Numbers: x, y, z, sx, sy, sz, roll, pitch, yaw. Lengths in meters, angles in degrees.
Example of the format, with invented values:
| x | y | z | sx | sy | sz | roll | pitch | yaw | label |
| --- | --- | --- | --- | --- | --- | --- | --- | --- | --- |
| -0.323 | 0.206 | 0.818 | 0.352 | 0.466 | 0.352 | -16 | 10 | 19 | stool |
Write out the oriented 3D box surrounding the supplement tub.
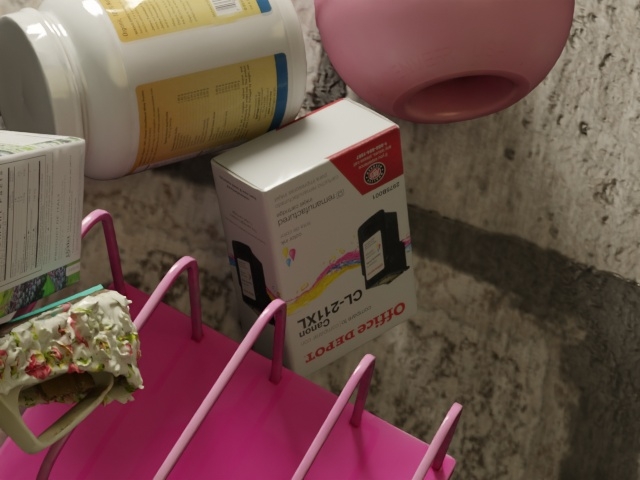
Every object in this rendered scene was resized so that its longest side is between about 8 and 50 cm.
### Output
| x | y | z | sx | sy | sz | roll | pitch | yaw | label |
| --- | --- | --- | --- | --- | --- | --- | --- | --- | --- |
| -0.127 | -0.126 | 1.106 | 0.200 | 0.144 | 0.144 | -17 | 88 | -27 | supplement tub |

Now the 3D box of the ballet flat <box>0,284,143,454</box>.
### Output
| x | y | z | sx | sy | sz | roll | pitch | yaw | label |
| --- | --- | --- | --- | --- | --- | --- | --- | --- | --- |
| -0.184 | 0.088 | 0.829 | 0.241 | 0.091 | 0.077 | -22 | 83 | -47 | ballet flat |

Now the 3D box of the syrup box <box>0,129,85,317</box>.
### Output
| x | y | z | sx | sy | sz | roll | pitch | yaw | label |
| --- | --- | --- | --- | --- | --- | --- | --- | --- | --- |
| -0.214 | -0.008 | 0.835 | 0.093 | 0.237 | 0.096 | 6 | 99 | 9 | syrup box |

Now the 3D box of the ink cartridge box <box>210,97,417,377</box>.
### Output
| x | y | z | sx | sy | sz | roll | pitch | yaw | label |
| --- | --- | --- | --- | --- | --- | --- | --- | --- | --- |
| 0.000 | 0.000 | 1.134 | 0.127 | 0.072 | 0.175 | -28 | 128 | -27 | ink cartridge box |

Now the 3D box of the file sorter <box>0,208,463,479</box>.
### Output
| x | y | z | sx | sy | sz | roll | pitch | yaw | label |
| --- | --- | --- | --- | --- | --- | --- | --- | --- | --- |
| -0.074 | 0.142 | 0.999 | 0.291 | 0.182 | 0.202 | 27 | 67 | 10 | file sorter |

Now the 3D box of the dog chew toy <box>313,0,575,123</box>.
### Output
| x | y | z | sx | sy | sz | roll | pitch | yaw | label |
| --- | --- | --- | --- | --- | --- | --- | --- | --- | --- |
| 0.088 | -0.267 | 1.213 | 0.207 | 0.206 | 0.331 | 0 | 72 | -25 | dog chew toy |
